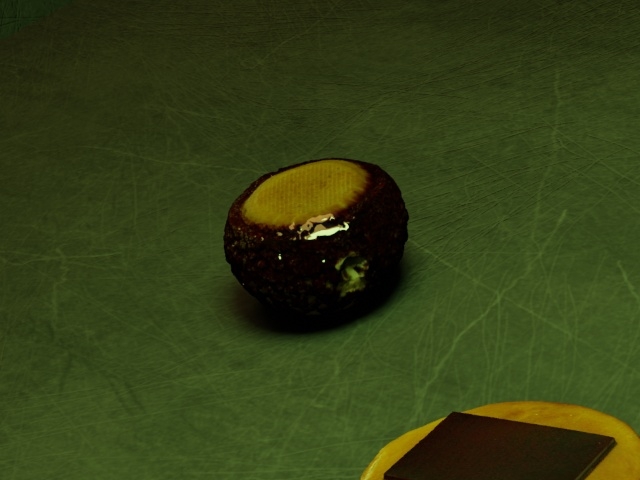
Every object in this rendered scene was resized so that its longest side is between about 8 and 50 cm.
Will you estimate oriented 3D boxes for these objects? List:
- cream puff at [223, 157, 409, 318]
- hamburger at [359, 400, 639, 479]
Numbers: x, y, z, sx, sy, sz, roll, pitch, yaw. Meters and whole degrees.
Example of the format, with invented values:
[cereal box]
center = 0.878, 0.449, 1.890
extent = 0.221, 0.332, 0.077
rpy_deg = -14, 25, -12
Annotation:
[cream puff]
center = 0.000, 0.000, 2.212
extent = 0.239, 0.165, 0.239
rpy_deg = -12, 28, 7
[hamburger]
center = 0.164, 0.284, 1.521
extent = 0.291, 0.225, 0.291
rpy_deg = -7, 23, 3
